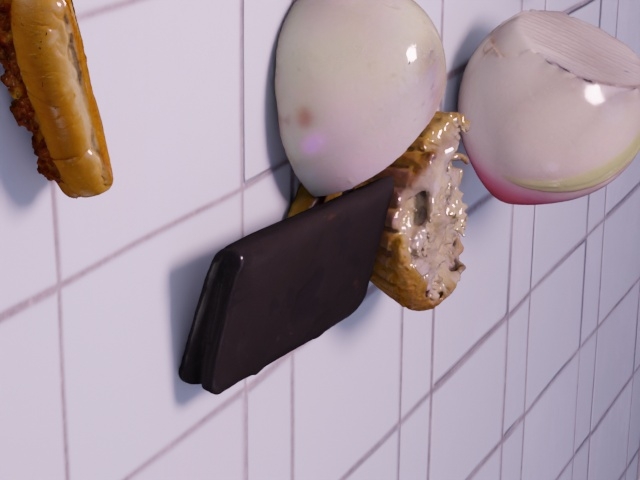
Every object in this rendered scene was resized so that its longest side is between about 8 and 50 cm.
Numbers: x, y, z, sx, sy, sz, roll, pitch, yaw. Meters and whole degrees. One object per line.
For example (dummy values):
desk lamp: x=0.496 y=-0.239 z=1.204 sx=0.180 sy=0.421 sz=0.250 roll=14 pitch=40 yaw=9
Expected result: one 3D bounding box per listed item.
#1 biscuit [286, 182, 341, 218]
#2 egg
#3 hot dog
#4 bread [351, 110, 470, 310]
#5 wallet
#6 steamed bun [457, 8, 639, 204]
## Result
biscuit: x=0.000 y=0.000 z=2.011 sx=0.183 sy=0.039 sz=0.174 roll=69 pitch=36 yaw=-49
egg: x=0.062 y=-0.195 z=1.895 sx=0.206 sy=0.161 sz=0.271 roll=40 pitch=57 yaw=-52
hot dog: x=-0.238 y=-0.143 z=1.384 sx=0.102 sy=0.076 sz=0.249 roll=-111 pitch=-170 yaw=-51
bread: x=0.119 y=-0.043 z=2.113 sx=0.274 sy=0.149 sz=0.274 roll=9 pitch=90 yaw=-71
wallet: x=-0.026 y=0.047 z=1.863 sx=0.377 sy=0.051 sz=0.197 roll=-26 pitch=137 yaw=-55
steamed bun: x=0.341 y=-0.176 z=2.433 sx=0.309 sy=0.309 sz=0.309 roll=9 pitch=90 yaw=-66
